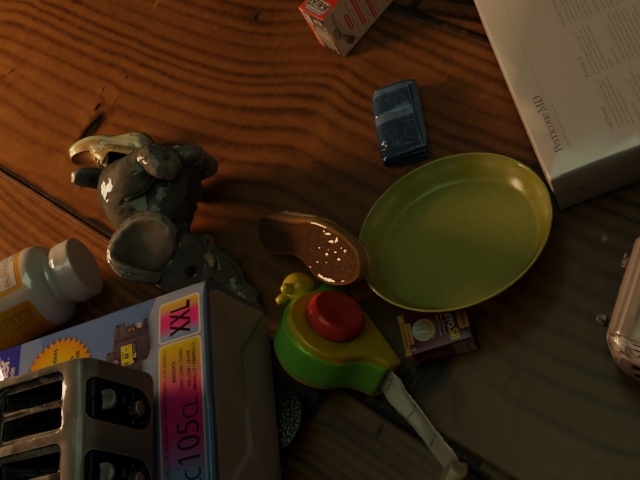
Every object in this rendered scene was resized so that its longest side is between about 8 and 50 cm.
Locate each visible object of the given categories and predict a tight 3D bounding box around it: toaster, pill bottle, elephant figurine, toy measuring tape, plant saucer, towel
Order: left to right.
[{"bbox_3d":[-0.414,0.079,1.324,0.208,0.117,0.117,-26,60,9],"label":"pill bottle"},{"bbox_3d":[-0.272,0.224,1.003,0.186,0.110,0.168,-17,61,24],"label":"toaster"},{"bbox_3d":[-0.204,0.002,1.266,0.186,0.169,0.239,-19,74,45],"label":"elephant figurine"},{"bbox_3d":[0.034,0.161,1.104,0.121,0.121,0.330,-38,58,2],"label":"toy measuring tape"},{"bbox_3d":[0.105,-0.158,1.277,0.067,0.029,0.119,-15,62,16],"label":"towel"},{"bbox_3d":[0.163,-0.005,1.153,0.241,0.037,0.241,-16,46,17],"label":"plant saucer"},{"bbox_3d":[0.407,0.093,0.987,0.227,0.129,0.146,22,80,26],"label":"toaster"}]

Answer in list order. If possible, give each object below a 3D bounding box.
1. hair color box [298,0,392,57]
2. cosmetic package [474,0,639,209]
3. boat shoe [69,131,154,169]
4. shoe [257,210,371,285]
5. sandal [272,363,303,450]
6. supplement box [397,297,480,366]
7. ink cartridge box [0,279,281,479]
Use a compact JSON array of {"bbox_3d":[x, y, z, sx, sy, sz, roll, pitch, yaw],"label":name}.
[{"bbox_3d":[0.054,-0.355,1.351,0.053,0.093,0.167,35,82,32],"label":"hair color box"},{"bbox_3d":[0.361,-0.258,1.182,0.284,0.097,0.377,-20,61,11],"label":"cosmetic package"},{"bbox_3d":[-0.314,-0.128,1.418,0.135,0.050,0.045,-9,59,18],"label":"boat shoe"},{"bbox_3d":[0.000,0.000,1.191,0.219,0.058,0.076,22,120,52],"label":"shoe"},{"bbox_3d":[-0.066,0.186,1.186,0.067,0.040,0.179,-34,48,-1],"label":"sandal"},{"bbox_3d":[0.140,0.109,1.132,0.083,0.043,0.055,-19,60,12],"label":"supplement box"},{"bbox_3d":[-0.254,0.241,1.148,0.395,0.151,0.270,-21,58,24],"label":"ink cartridge box"}]
